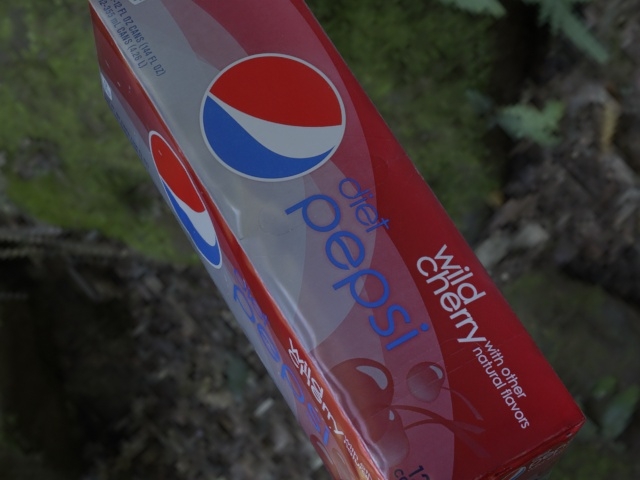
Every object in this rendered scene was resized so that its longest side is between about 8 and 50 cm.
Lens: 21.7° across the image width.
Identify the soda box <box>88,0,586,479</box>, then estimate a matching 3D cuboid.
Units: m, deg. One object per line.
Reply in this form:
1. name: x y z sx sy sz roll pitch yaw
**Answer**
1. soda box: 0.000 0.000 0.704 0.263 0.083 0.092 57 164 19
